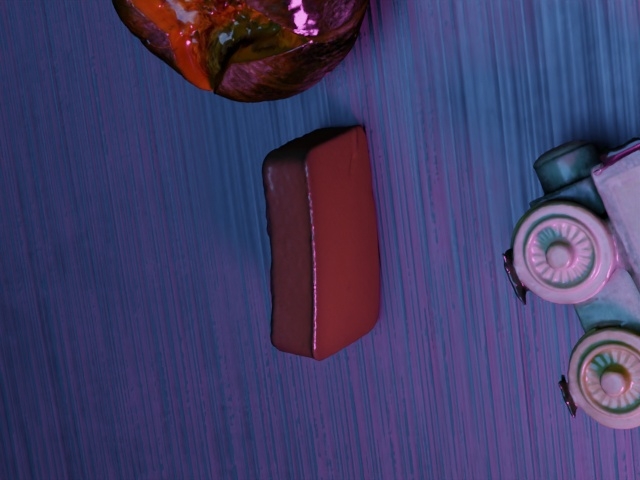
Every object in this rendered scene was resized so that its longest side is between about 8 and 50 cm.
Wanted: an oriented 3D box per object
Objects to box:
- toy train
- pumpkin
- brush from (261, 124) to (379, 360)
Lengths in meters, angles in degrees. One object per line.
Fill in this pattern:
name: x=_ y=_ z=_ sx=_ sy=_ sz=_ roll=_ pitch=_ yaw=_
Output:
toy train: x=0.278 y=0.034 z=1.486 sx=0.188 sy=0.159 sz=0.271 roll=-25 pitch=88 yaw=26
pumpkin: x=-0.069 y=-0.235 z=1.555 sx=0.238 sy=0.159 sz=0.238 roll=15 pitch=132 yaw=17
brush: x=0.000 y=0.000 z=1.617 sx=0.059 sy=0.123 sz=0.197 roll=4 pitch=106 yaw=27
